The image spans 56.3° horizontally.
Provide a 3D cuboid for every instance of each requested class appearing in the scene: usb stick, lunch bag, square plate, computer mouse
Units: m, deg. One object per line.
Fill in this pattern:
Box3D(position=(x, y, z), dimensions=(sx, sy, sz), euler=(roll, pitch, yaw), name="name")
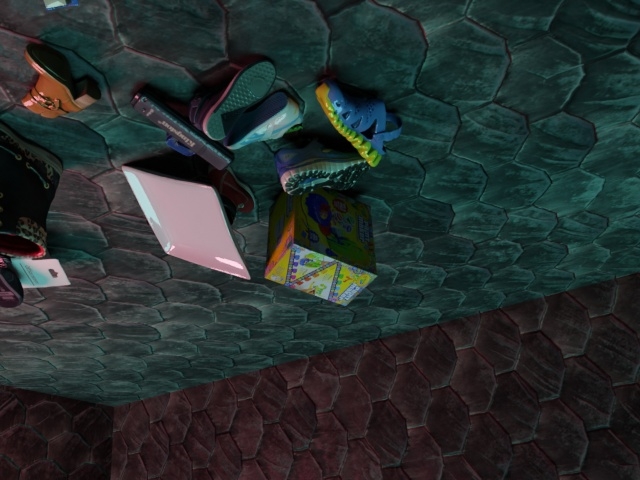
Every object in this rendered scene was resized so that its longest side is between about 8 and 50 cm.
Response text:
Box3D(position=(-0.330, -0.266, 1.453), dimensions=(0.278, 0.045, 0.077), euler=(36, 153, -23), name="usb stick")
Box3D(position=(-0.350, -0.264, 1.536), dimensions=(0.067, 0.065, 0.098), euler=(-24, 149, 29), name="lunch bag")
Box3D(position=(-0.369, -0.057, 1.699), dimensions=(0.344, 0.049, 0.347), euler=(14, 140, 29), name="square plate")
Box3D(position=(-0.993, 0.107, 1.838), dimensions=(0.189, 0.072, 0.272), euler=(1, 140, -1), name="computer mouse")

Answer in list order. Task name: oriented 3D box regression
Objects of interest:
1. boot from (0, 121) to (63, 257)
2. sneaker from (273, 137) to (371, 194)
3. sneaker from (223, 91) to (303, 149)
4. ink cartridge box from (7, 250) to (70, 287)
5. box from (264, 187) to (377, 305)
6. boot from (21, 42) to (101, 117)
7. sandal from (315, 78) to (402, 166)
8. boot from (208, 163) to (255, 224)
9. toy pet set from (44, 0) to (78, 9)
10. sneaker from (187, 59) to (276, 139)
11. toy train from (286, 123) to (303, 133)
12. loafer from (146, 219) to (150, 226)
Box3D(position=(-0.801, -0.135, 1.436), dimensions=(0.138, 0.284, 0.377), euler=(-20, 151, 23), name="boot")
Box3D(position=(0.015, -0.224, 1.647), dimensions=(0.330, 0.147, 0.129), euler=(-9, 151, -41), name="sneaker")
Box3D(position=(-0.151, -0.286, 1.522), dimensions=(0.229, 0.087, 0.092), euler=(-21, 152, 29), name="sneaker")
Box3D(position=(-1.010, 0.062, 1.941), dimensions=(0.354, 0.119, 0.207), euler=(-1, 151, -10), name="ink cartridge box")
Box3D(position=(0.000, 0.000, 1.803), dimensions=(0.279, 0.289, 0.177), euler=(21, 133, -23), name="box")
Box3D(position=(-0.610, -0.341, 1.325), dimensions=(0.153, 0.072, 0.197), euler=(-15, 149, 23), name="boot")
Box3D(position=(0.104, -0.316, 1.509), dimensions=(0.138, 0.126, 0.317), euler=(-36, 147, 16), name="sandal")
Box3D(position=(-0.256, -0.098, 1.758), dimensions=(0.089, 0.176, 0.244), euler=(-15, 153, 12), name="boot")
Box3D(position=(-0.486, -0.491, 1.104), dimensions=(0.122, 0.065, 0.114), euler=(-10, 118, -1), name="toy pet set")
Box3D(position=(-0.216, -0.344, 1.405), dimensions=(0.226, 0.163, 0.086), euler=(-47, 125, -7), name="sneaker")
Box3D(position=(-0.085, -0.295, 1.593), dimensions=(0.084, 0.017, 0.023), euler=(-12, 162, 9), name="toy train")
Box3D(position=(-0.437, -0.095, 1.844), dimensions=(0.220, 0.080, 0.078), euler=(-11, 128, 6), name="loafer")
